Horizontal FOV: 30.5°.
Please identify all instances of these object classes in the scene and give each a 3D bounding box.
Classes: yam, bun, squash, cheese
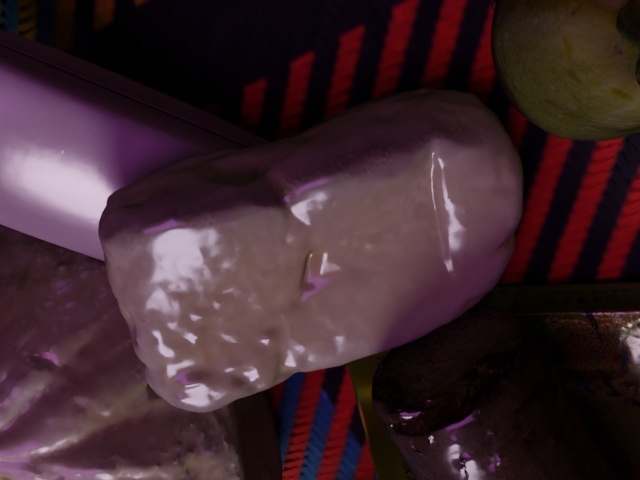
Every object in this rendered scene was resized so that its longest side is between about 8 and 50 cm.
[{"bbox_3d":[0.144,0.183,0.759,0.131,0.131,0.280,-19,112,30],"label":"yam"},{"bbox_3d":[-0.204,0.168,0.888,0.352,0.227,0.349,-26,108,34],"label":"bun"},{"bbox_3d":[0.157,-0.120,0.577,0.137,0.287,0.137,0,92,4],"label":"squash"},{"bbox_3d":[0.000,-0.001,0.730,0.262,0.093,0.159,-17,128,-5],"label":"cheese"}]

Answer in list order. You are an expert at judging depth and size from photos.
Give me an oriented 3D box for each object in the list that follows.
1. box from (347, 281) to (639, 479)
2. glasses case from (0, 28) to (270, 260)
[{"bbox_3d":[0.174,0.110,0.809,0.311,0.043,0.173,-2,118,23],"label":"box"},{"bbox_3d":[-0.138,-0.047,0.767,0.296,0.075,0.113,22,122,-25],"label":"glasses case"}]
